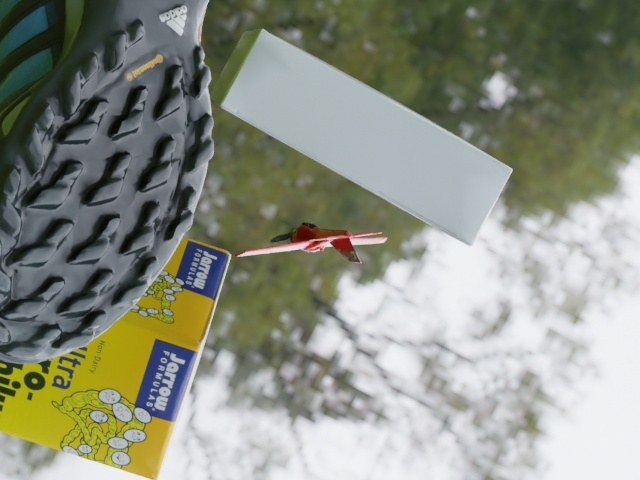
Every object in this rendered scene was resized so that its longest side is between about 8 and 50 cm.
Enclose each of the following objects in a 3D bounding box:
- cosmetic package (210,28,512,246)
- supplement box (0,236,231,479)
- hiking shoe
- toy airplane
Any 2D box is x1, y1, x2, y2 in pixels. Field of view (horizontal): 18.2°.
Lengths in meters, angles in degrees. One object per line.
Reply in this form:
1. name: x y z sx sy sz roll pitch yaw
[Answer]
1. cosmetic package: 0.030 -0.116 2.098 0.097 0.284 0.377 -63 -173 3
2. supplement box: -0.301 0.080 2.136 0.195 0.356 0.194 -77 -175 -59
3. hiking shoe: -0.123 -0.080 1.020 0.132 0.113 0.304 -3 -115 52
4. toy airplane: 0.000 0.000 1.807 0.151 0.151 0.028 -139 -134 -80
